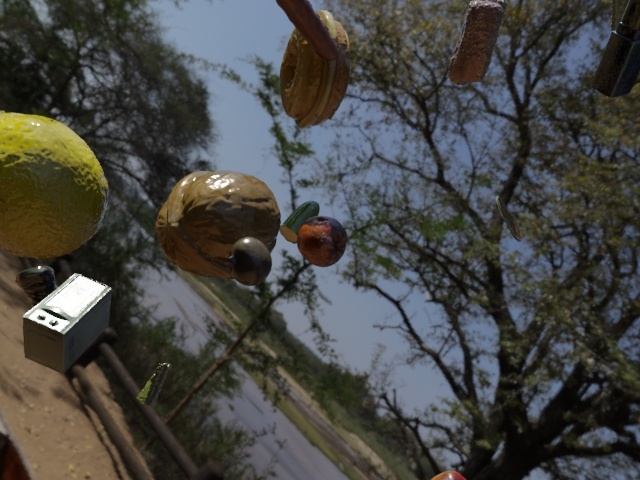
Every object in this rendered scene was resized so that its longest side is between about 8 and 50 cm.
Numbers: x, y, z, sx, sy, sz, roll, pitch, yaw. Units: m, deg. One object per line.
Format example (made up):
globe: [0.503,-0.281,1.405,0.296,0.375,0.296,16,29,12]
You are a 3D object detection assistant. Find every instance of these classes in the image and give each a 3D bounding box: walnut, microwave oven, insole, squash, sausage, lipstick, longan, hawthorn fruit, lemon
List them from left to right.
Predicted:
lemon: [-0.581,-0.111,1.163,0.268,0.268,0.321,30,-26,53]
microwave oven: [-0.652,0.207,1.471,0.129,0.205,0.163,22,-58,5]
walnut: [-0.258,-0.041,1.461,0.333,0.333,0.333,42,-11,10]
longan: [-0.159,0.047,1.266,0.092,0.113,0.113,1,-39,41]
squash: [-0.071,-0.084,2.191,0.095,0.188,0.095,27,-32,18]
sausage: [-0.041,-0.674,1.760,0.088,0.088,0.433,38,3,31]
hawthorn fruit: [0.000,0.000,1.919,0.173,0.173,0.173,42,-11,10]
insole: [0.463,-0.049,1.398,0.006,0.065,0.193,-14,-34,30]
lipstick: [0.510,-0.375,0.890,0.312,0.051,0.051,92,-24,-44]

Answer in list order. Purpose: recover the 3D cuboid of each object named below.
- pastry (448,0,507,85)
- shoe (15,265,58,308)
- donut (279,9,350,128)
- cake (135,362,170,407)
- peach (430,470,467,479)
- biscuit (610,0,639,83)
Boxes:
pastry: [0.417,-0.538,1.499,0.103,0.265,0.112,12,14,-2]
shoe: [-0.866,0.190,1.791,0.291,0.114,0.137,97,-28,-54]
donut: [-0.026,-0.636,2.159,0.198,0.448,0.449,5,2,-19]
cake: [-0.503,0.430,1.724,0.055,0.140,0.051,13,-13,37]
peach: [0.248,0.502,1.107,0.101,0.100,0.100,42,-11,10]
biscuit: [0.638,-0.434,1.183,0.016,0.139,0.231,16,-57,51]
